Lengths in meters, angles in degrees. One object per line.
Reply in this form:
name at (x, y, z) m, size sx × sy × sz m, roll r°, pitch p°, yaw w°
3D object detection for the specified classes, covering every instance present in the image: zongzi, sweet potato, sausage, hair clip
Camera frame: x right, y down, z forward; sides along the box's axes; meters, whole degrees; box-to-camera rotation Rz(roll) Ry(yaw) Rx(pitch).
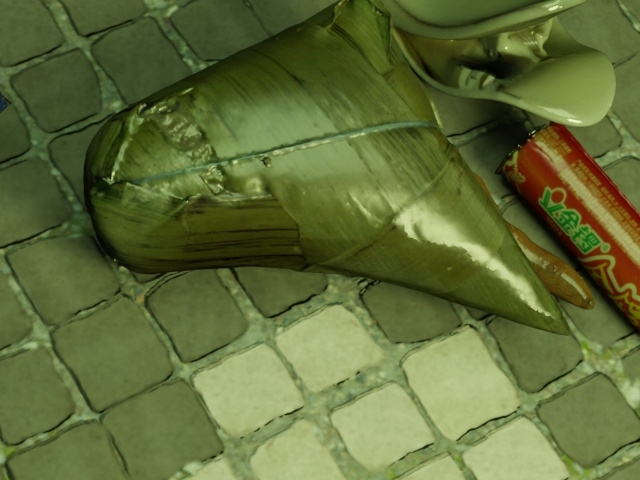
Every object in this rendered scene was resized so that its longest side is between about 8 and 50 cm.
zongzi at (0.000, 0.000, 1.453) m, size 0.323 × 0.160 × 0.360 m, roll -30°, pitch 77°, yaw -17°
sweet potato at (0.177, 0.005, 1.537) m, size 0.044 × 0.044 × 0.179 m, roll -35°, pitch 66°, yaw -24°
sausage at (0.268, 0.007, 1.530) m, size 0.083 × 0.083 × 0.264 m, roll -32°, pitch 72°, yaw -23°
hair clip at (0.174, -0.199, 1.604) m, size 0.172 × 0.113 × 0.282 m, roll -20°, pitch 28°, yaw -20°

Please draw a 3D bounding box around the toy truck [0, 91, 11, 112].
toy truck at (-0.378, -0.155, 1.450) m, size 0.213 × 0.177 × 0.161 m, roll 37°, pitch 63°, yaw 10°
